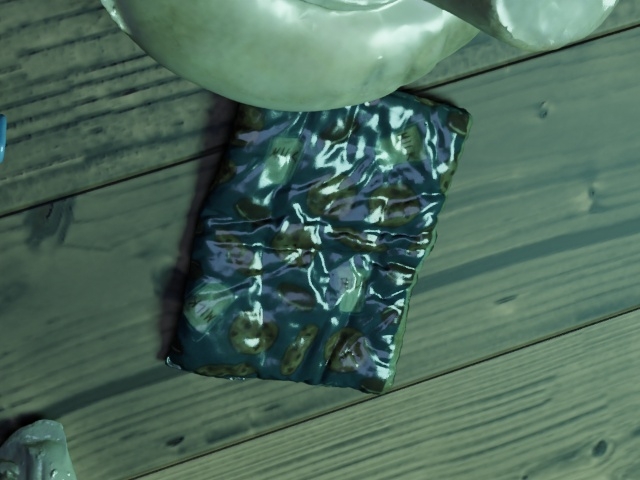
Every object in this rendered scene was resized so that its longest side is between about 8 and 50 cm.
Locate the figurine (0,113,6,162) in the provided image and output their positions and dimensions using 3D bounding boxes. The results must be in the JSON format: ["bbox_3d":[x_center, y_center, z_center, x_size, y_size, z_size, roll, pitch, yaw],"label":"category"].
[{"bbox_3d":[-0.319,-0.090,0.857,0.262,0.180,0.153,5,98,-14],"label":"figurine"}]

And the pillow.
[{"bbox_3d":[-0.001,-0.002,1.083,0.189,0.034,0.255,9,113,-20],"label":"pillow"}]

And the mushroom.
[{"bbox_3d":[0.025,-0.229,0.865,0.356,0.315,0.315,10,115,15],"label":"mushroom"}]

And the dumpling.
[{"bbox_3d":[-0.215,0.180,1.082,0.057,0.052,0.076,-7,127,-27],"label":"dumpling"}]
